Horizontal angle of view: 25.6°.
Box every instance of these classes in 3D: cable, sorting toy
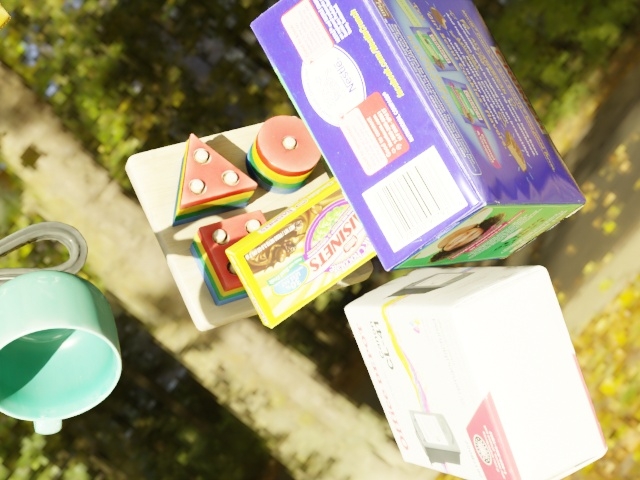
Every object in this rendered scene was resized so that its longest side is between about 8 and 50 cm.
[{"bbox_3d":[-0.377,0.050,1.407,0.287,0.139,0.072,-35,-7,-31],"label":"cable"},{"bbox_3d":[-0.084,-0.044,1.834,0.257,0.255,0.089,-17,-21,-26],"label":"sorting toy"}]

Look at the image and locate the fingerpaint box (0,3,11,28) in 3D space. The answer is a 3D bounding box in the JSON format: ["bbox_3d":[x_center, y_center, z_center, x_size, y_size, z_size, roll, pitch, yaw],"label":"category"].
[{"bbox_3d":[-0.602,-0.281,1.494,0.371,0.163,0.445,-48,-35,-12],"label":"fingerpaint box"}]

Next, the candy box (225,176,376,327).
[{"bbox_3d":[0.000,0.000,1.590,0.206,0.105,0.027,-35,28,-18],"label":"candy box"}]

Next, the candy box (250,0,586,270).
[{"bbox_3d":[0.106,-0.118,1.354,0.122,0.268,0.317,-34,-13,25],"label":"candy box"}]

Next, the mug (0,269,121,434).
[{"bbox_3d":[-0.265,0.100,1.323,0.158,0.129,0.097,-45,40,25],"label":"mug"}]

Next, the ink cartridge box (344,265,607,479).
[{"bbox_3d":[0.172,0.153,1.628,0.131,0.226,0.306,-23,6,-21],"label":"ink cartridge box"}]
